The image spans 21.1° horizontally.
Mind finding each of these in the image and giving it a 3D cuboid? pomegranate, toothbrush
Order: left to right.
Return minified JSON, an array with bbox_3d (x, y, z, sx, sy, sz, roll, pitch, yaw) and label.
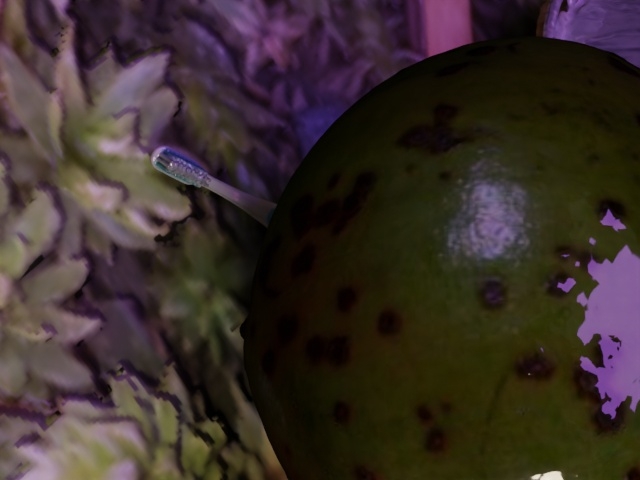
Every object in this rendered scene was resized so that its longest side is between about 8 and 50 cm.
[{"bbox_3d":[0.000,0.000,0.658,0.162,0.017,0.014,27,95,-36],"label":"toothbrush"},{"bbox_3d":[0.093,0.028,0.582,0.202,0.248,0.202,-7,90,-77],"label":"pomegranate"}]

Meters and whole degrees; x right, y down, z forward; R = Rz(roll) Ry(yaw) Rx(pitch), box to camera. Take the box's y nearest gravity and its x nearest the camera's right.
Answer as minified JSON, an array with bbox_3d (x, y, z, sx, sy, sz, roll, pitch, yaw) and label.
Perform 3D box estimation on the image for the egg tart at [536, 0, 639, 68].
[{"bbox_3d":[0.188,-0.034,0.772,0.234,0.094,0.234,30,45,-35],"label":"egg tart"}]
